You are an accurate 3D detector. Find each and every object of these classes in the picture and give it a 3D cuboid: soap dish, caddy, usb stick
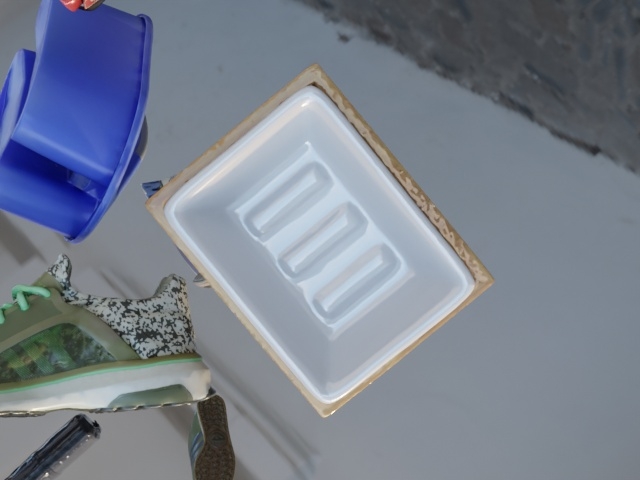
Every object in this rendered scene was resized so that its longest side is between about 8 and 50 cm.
[{"bbox_3d":[0.000,0.000,1.080,0.291,0.229,0.118,50,-176,-4],"label":"soap dish"},{"bbox_3d":[-0.299,-0.157,1.306,0.179,0.241,0.341,21,-140,-25],"label":"caddy"},{"bbox_3d":[-0.391,0.323,1.308,0.045,0.278,0.077,48,169,0],"label":"usb stick"}]

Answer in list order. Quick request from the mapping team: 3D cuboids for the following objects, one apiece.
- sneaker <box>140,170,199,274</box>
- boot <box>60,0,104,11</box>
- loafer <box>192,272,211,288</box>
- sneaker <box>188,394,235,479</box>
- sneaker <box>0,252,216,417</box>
[{"bbox_3d":[-0.271,-0.070,2.344,0.315,0.182,0.127,53,171,39],"label":"sneaker"},{"bbox_3d":[-0.197,-0.318,1.115,0.088,0.176,0.244,49,153,-25],"label":"boot"},{"bbox_3d":[-0.154,0.056,1.637,0.039,0.045,0.125,47,138,-18],"label":"loafer"},{"bbox_3d":[-0.174,0.343,1.635,0.086,0.064,0.192,110,159,-46],"label":"sneaker"},{"bbox_3d":[-0.324,0.107,1.175,0.158,0.410,0.182,154,115,-65],"label":"sneaker"}]
